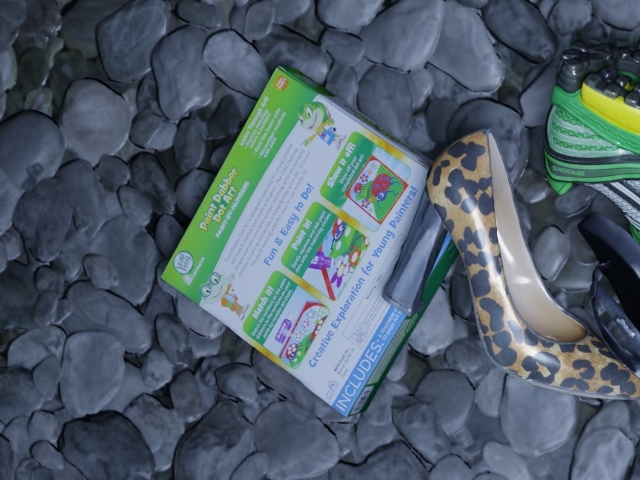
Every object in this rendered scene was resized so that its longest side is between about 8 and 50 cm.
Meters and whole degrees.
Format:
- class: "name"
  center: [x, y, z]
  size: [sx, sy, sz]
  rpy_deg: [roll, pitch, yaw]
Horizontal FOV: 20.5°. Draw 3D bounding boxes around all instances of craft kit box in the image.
- class: "craft kit box"
  center: [0.000, 0.000, 1.715]
  size: [0.247, 0.061, 0.250]
  rpy_deg: [35, 105, 19]

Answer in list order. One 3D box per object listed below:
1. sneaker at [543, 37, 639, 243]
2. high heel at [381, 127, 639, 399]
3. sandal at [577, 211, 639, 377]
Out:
- class: "sneaker"
  center: [0.352, -0.048, 1.518]
  size: [0.343, 0.134, 0.146]
  rpy_deg: [27, 128, 19]
- class: "high heel"
  center: [0.198, 0.024, 1.572]
  size: [0.261, 0.093, 0.186]
  rpy_deg: [26, 111, 10]
- class: "sandal"
  center: [0.283, 0.095, 1.522]
  size: [0.054, 0.097, 0.254]
  rpy_deg: [-26, 92, -7]
